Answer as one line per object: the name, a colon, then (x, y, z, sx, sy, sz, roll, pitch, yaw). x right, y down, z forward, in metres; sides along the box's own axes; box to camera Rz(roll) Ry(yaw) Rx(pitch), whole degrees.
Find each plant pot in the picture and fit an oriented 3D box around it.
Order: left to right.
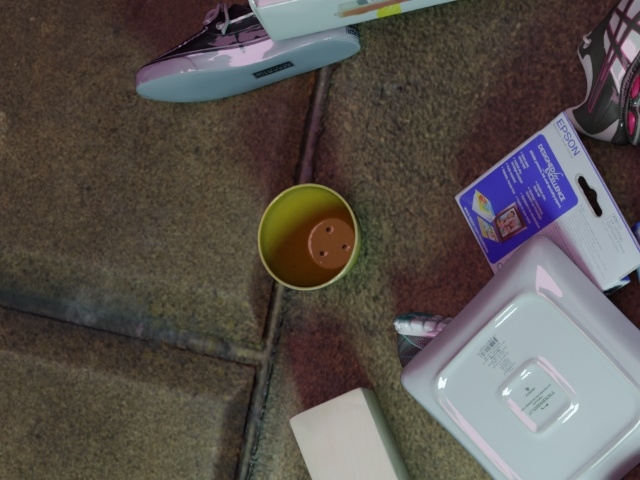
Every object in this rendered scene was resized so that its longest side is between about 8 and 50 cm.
plant pot: (0.000, 0.000, 1.844, 0.134, 0.095, 0.134, -3, 83, 22)

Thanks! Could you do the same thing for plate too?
plate: (0.259, 0.180, 1.696, 0.278, 0.045, 0.277, 47, 118, 11)

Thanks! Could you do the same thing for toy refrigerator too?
toy refrigerator: (0.065, 0.326, 1.788, 0.102, 0.094, 0.269, -25, 76, 10)

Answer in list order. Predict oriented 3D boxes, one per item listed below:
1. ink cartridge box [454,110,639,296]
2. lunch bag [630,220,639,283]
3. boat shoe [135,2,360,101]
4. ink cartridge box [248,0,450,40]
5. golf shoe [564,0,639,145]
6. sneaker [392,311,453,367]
ink cartridge box: (0.279, -0.017, 1.719, 0.208, 0.045, 0.206, -41, 68, 44)
lunch bag: (0.408, 0.036, 1.651, 0.096, 0.151, 0.128, -20, 77, 17)
boat shoe: (-0.103, -0.266, 1.906, 0.306, 0.113, 0.104, -15, 72, 16)
ink cartridge box: (0.083, -0.433, 1.776, 0.385, 0.160, 0.279, -13, 80, 4)
golf shoe: (0.369, -0.250, 1.727, 0.120, 0.105, 0.272, 12, 88, 29)
sneaker: (0.169, 0.137, 1.792, 0.167, 0.065, 0.076, 9, 104, 25)
